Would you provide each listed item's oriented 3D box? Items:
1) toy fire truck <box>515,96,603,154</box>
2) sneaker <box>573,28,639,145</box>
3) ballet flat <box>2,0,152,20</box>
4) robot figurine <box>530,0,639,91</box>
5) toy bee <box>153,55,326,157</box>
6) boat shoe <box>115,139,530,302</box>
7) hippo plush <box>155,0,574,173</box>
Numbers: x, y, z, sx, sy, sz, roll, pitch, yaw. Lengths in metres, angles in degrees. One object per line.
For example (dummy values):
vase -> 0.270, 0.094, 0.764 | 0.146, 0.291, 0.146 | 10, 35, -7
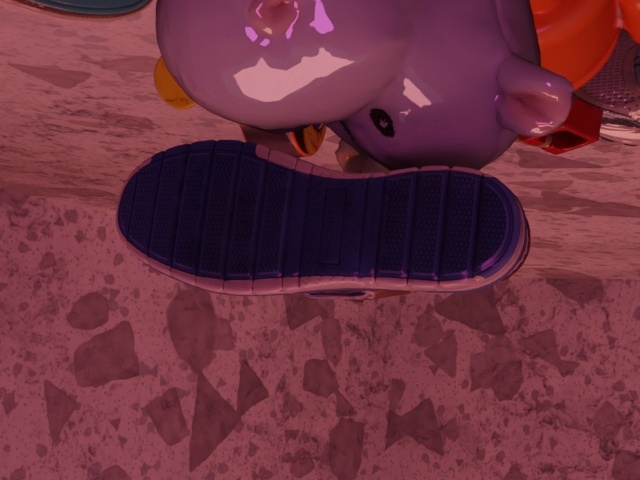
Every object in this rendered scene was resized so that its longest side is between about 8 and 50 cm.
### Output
toy fire truck -> 0.133, -0.134, 0.929 | 0.047, 0.135, 0.192 | 13, 170, -42
sneaker -> 0.317, -0.148, 0.897 | 0.283, 0.110, 0.122 | -3, 159, 14
ballet flat -> -0.201, -0.180, 0.609 | 0.248, 0.086, 0.086 | 14, 170, -36
robot figurine -> 0.129, -0.163, 0.755 | 0.158, 0.128, 0.219 | -23, 165, 10
toy bee -> -0.032, -0.130, 1.020 | 0.298, 0.162, 0.195 | 12, 169, -40
boat shoe -> 0.000, 0.000, 0.510 | 0.183, 0.066, 0.066 | 8, 170, 21
hippo plush -> 0.019, -0.143, 0.555 | 0.294, 0.236, 0.234 | 11, 171, -31
